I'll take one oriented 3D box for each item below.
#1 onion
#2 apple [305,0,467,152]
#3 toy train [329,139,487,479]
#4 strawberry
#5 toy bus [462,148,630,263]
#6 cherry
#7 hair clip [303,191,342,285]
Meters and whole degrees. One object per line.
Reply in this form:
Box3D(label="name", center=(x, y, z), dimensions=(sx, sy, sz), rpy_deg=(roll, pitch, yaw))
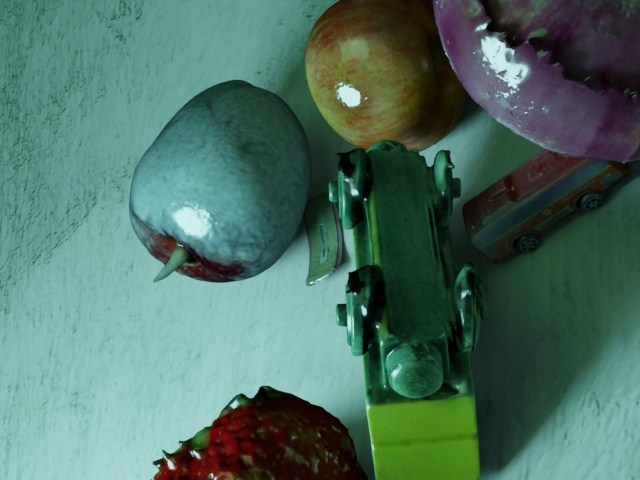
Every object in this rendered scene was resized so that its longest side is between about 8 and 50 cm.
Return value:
Box3D(label="onion", center=(0.284, -0.236, 1.456), dimensions=(0.345, 0.358, 0.358), rpy_deg=(98, 166, -51))
Box3D(label="apple", center=(0.086, -0.200, 1.733), dimensions=(0.164, 0.209, 0.209), rpy_deg=(-15, 57, 35))
Box3D(label="toy train", center=(0.093, 0.057, 1.570), dimensions=(0.150, 0.237, 0.369), rpy_deg=(-5, 41, 2))
Box3D(label="strawberry", center=(-0.052, 0.311, 1.560), dimensions=(0.257, 0.257, 0.277), rpy_deg=(-43, 72, 20))
Box3D(label="toy bus", center=(0.238, -0.051, 1.575), dimensions=(0.192, 0.077, 0.065), rpy_deg=(-35, 44, 28))
Box3D(label="cherry", center=(-0.128, -0.064, 1.861), dimensions=(0.296, 0.218, 0.255), rpy_deg=(-67, 12, -17))
Box3D(label="hair clip", center=(0.001, 0.000, 1.844), dimensions=(0.054, 0.022, 0.137), rpy_deg=(-31, 44, 30))
